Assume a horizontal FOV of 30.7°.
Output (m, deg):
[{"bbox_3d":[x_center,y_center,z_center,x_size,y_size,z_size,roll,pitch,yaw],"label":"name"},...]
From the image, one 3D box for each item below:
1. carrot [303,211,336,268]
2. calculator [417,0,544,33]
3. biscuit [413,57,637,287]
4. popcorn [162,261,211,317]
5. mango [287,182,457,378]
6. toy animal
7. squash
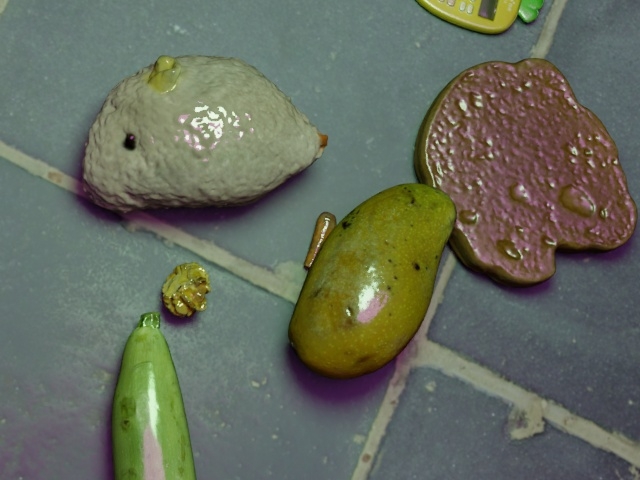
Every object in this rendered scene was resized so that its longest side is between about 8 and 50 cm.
[{"bbox_3d":[0.000,0.000,1.786,0.032,0.032,0.093,23,78,-8],"label":"carrot"},{"bbox_3d":[0.256,-0.417,1.923,0.234,0.032,0.146,17,76,-8],"label":"calculator"},{"bbox_3d":[0.331,-0.103,1.861,0.381,0.074,0.359,35,76,-7],"label":"biscuit"},{"bbox_3d":[-0.193,0.071,1.704,0.057,0.083,0.082,35,48,-32],"label":"popcorn"},{"bbox_3d":[0.076,0.051,1.715,0.176,0.175,0.330,27,80,-21],"label":"mango"},{"bbox_3d":[-0.168,-0.161,1.696,0.358,0.188,0.227,-3,86,-14],"label":"toy animal"},{"bbox_3d":[-0.238,0.282,1.633,0.118,0.118,0.371,-5,80,-14],"label":"squash"}]
